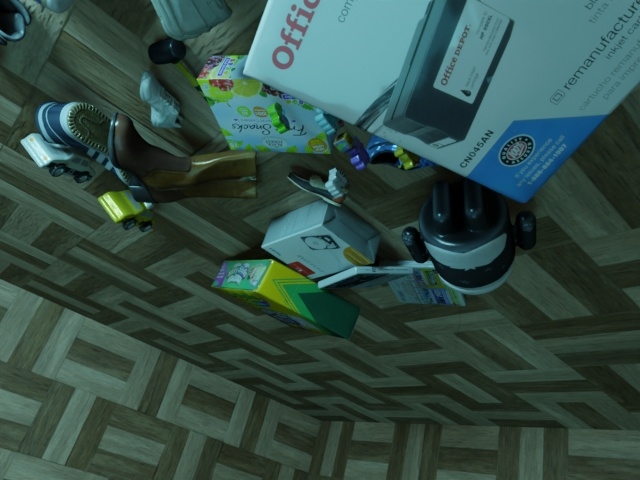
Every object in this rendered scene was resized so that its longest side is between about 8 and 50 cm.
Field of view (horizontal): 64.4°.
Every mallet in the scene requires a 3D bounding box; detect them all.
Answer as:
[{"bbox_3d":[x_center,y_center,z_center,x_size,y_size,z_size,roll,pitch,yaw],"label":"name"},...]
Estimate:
[{"bbox_3d":[-0.223,-0.291,0.926,0.062,0.039,0.190,-4,149,38],"label":"mallet"}]

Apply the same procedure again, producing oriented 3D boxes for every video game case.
[{"bbox_3d":[0.280,0.117,1.383,0.193,0.023,0.212,0,146,27],"label":"video game case"},{"bbox_3d":[0.113,0.096,1.313,0.173,0.022,0.190,2,164,-29],"label":"video game case"}]

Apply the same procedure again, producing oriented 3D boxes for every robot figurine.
[{"bbox_3d":[0.295,-0.008,1.017,0.209,0.173,0.278,33,165,39],"label":"robot figurine"}]

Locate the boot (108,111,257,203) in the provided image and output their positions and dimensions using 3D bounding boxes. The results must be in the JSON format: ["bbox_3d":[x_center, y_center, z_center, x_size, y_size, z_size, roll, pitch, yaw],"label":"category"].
[{"bbox_3d":[-0.274,-0.164,1.060,0.280,0.096,0.264,-1,142,-1],"label":"boot"}]

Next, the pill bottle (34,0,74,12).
[{"bbox_3d":[-0.444,-0.424,0.724,0.187,0.112,0.112,26,149,-17],"label":"pill bottle"}]

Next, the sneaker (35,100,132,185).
[{"bbox_3d":[-0.496,-0.212,1.133,0.153,0.099,0.282,13,160,26],"label":"sneaker"}]

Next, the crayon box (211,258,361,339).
[{"bbox_3d":[-0.113,0.168,1.497,0.313,0.106,0.363,30,163,-25],"label":"crayon box"}]

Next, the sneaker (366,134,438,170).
[{"bbox_3d":[0.186,-0.152,0.912,0.209,0.082,0.069,8,148,11],"label":"sneaker"}]

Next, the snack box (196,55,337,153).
[{"bbox_3d":[-0.087,-0.239,0.907,0.207,0.070,0.174,7,148,17],"label":"snack box"}]

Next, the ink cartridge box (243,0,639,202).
[{"bbox_3d":[0.147,-0.256,0.578,0.395,0.166,0.285,22,130,-12],"label":"ink cartridge box"}]

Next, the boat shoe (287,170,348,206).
[{"bbox_3d":[-0.006,-0.120,1.101,0.137,0.049,0.043,25,107,-11],"label":"boat shoe"}]

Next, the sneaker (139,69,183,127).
[{"bbox_3d":[-0.305,-0.272,0.986,0.061,0.053,0.152,9,158,3],"label":"sneaker"}]

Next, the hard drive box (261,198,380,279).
[{"bbox_3d":[0.000,0.000,1.255,0.181,0.089,0.232,35,146,-29],"label":"hard drive box"}]

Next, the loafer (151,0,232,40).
[{"bbox_3d":[-0.205,-0.418,0.646,0.111,0.112,0.319,-24,141,-5],"label":"loafer"}]

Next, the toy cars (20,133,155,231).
[{"bbox_3d":[-0.532,-0.146,1.247,0.087,0.176,0.393,-40,133,3],"label":"toy cars"}]

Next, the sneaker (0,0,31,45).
[{"bbox_3d":[-0.602,-0.366,0.910,0.153,0.101,0.268,20,148,-2],"label":"sneaker"}]

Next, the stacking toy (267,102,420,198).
[{"bbox_3d":[0.038,-0.176,0.843,0.167,0.052,0.221,-20,128,36],"label":"stacking toy"}]
